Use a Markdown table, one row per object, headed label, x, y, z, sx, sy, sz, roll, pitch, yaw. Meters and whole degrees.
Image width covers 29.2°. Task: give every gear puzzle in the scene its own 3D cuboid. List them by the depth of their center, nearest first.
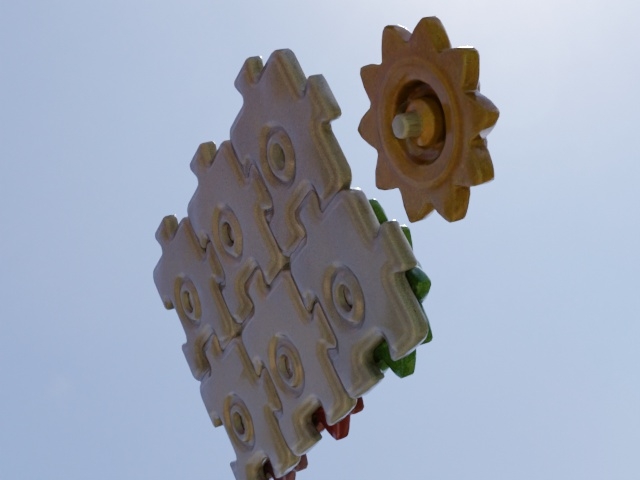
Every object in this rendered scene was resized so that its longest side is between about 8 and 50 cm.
| label | x | y | z | sx | sy | sz | roll | pitch | yaw |
| --- | --- | --- | --- | --- | --- | --- | --- | --- | --- |
| gear puzzle | 0.000 | 0.000 | 0.616 | 0.044 | 0.175 | 0.339 | -14 | -23 | -30 |
